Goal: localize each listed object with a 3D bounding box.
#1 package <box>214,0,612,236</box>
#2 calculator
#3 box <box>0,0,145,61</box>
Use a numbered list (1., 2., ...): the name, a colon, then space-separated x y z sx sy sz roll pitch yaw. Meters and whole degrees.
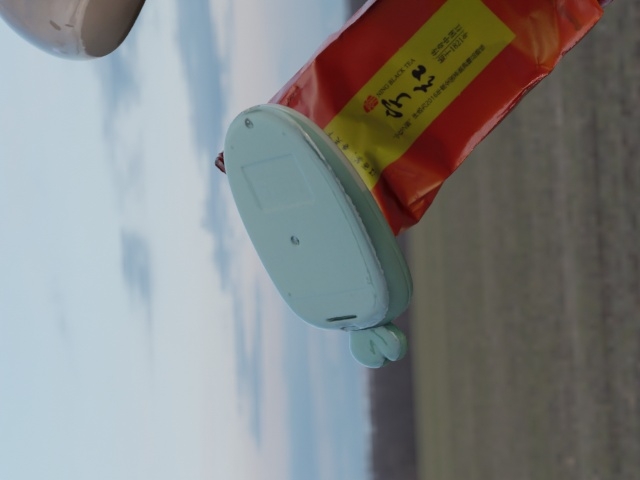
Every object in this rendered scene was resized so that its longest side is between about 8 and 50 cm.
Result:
1. package: 0.092 -0.159 1.847 0.423 0.196 0.123 -48 6 -13
2. calculator: 0.000 0.000 0.942 0.021 0.095 0.153 -35 -75 -37
3. box: -0.215 -0.233 1.578 0.200 0.088 0.146 38 107 49
